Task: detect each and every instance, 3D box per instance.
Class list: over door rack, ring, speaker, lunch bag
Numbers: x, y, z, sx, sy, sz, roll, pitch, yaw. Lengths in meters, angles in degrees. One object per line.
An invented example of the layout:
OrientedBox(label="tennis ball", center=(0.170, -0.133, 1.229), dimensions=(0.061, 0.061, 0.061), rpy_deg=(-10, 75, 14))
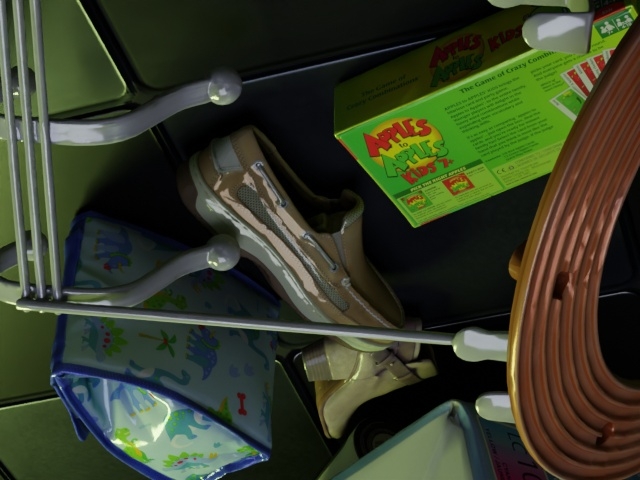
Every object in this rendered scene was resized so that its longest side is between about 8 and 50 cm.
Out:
OrientedBox(label="over door rack", center=(-0.025, -0.053, 0.861), dimensions=(0.324, 0.108, 0.240), rpy_deg=(11, 126, 14))
OrientedBox(label="ring", center=(0.200, -0.028, 0.842), dimensions=(0.336, 0.032, 0.337), rpy_deg=(-29, 135, -34))
OrientedBox(label="speaker", center=(0.021, 0.188, 1.226), dimensions=(0.055, 0.055, 0.136), rpy_deg=(16, 137, -16))
OrientedBox(label="lunch bag", center=(-0.105, 0.068, 1.038), dimensions=(0.096, 0.129, 0.151), rpy_deg=(-29, 131, 29))

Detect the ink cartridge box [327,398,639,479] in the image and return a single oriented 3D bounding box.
OrientedBox(label="ink cartridge box", center=(0.157, 0.273, 1.208), dimensions=(0.395, 0.151, 0.270), rpy_deg=(22, 134, -38))

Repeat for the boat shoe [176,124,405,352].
OrientedBox(label="boat shoe", center=(0.000, 0.000, 1.011), dimensions=(0.072, 0.068, 0.190), rpy_deg=(-36, 127, 20))

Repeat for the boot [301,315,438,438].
OrientedBox(label="boot", center=(0.037, 0.094, 1.132), dimensions=(0.087, 0.042, 0.118), rpy_deg=(-12, 144, 3))

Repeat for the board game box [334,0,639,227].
OrientedBox(label="board game box", center=(0.108, -0.079, 0.930), dimensions=(0.181, 0.043, 0.092), rpy_deg=(-22, 133, 24))
